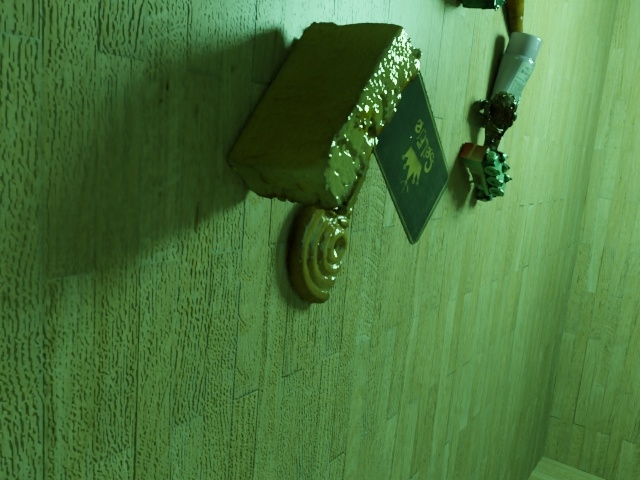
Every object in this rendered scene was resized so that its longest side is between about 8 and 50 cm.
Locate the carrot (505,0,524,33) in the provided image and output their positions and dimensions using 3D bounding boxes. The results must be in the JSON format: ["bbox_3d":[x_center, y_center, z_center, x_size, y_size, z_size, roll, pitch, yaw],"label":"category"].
[{"bbox_3d":[0.551,-0.652,1.597,0.061,0.061,0.209,-59,145,-27],"label":"carrot"}]

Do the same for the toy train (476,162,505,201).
[{"bbox_3d":[0.496,-0.184,1.645,0.038,0.071,0.148,19,83,-17],"label":"toy train"}]

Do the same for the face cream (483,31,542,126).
[{"bbox_3d":[0.544,-0.449,1.627,0.154,0.096,0.273,-6,117,-57],"label":"face cream"}]

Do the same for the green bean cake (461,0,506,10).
[{"bbox_3d":[0.396,-0.657,1.323,0.193,0.107,0.208,-46,135,-42],"label":"green bean cake"}]

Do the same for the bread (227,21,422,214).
[{"bbox_3d":[0.009,-0.185,0.825,0.114,0.185,0.274,46,65,-50],"label":"bread"}]

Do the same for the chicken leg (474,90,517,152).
[{"bbox_3d":[0.481,-0.315,1.562,0.125,0.080,0.196,-22,130,-16],"label":"chicken leg"}]

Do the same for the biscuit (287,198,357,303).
[{"bbox_3d":[0.001,0.000,1.003,0.144,0.033,0.224,20,86,-53],"label":"biscuit"}]

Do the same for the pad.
[{"bbox_3d":[0.253,-0.203,1.291,0.315,0.063,0.375,-60,142,-25],"label":"pad"}]

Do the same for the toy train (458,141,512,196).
[{"bbox_3d":[0.448,-0.188,1.537,0.074,0.118,0.176,-60,146,-16],"label":"toy train"}]

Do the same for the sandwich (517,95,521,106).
[{"bbox_3d":[0.593,-0.434,1.742,0.069,0.026,0.101,47,62,-51],"label":"sandwich"}]
